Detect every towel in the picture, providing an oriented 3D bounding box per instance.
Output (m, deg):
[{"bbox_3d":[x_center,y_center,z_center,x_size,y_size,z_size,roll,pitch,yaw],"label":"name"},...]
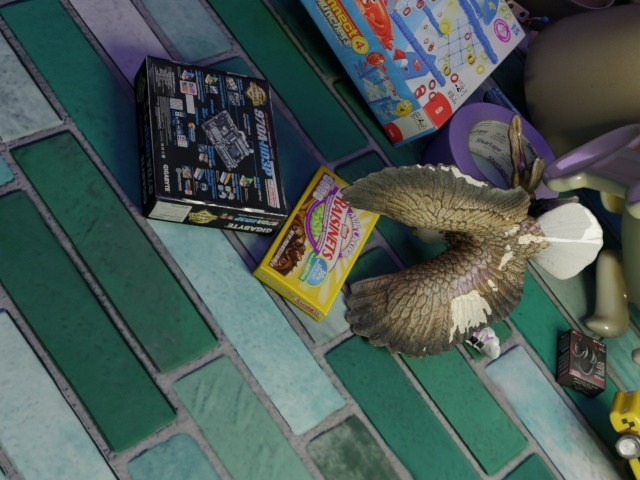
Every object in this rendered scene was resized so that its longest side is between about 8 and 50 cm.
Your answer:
[{"bbox_3d":[0.290,-0.177,1.760,0.029,0.067,0.119,-40,83,-1],"label":"towel"}]

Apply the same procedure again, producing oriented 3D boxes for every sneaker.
[{"bbox_3d":[0.184,0.122,1.511,0.069,0.038,0.098,-19,62,-37],"label":"sneaker"}]

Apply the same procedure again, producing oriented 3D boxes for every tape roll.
[{"bbox_3d":[0.244,-0.099,1.664,0.189,0.080,0.189,15,52,-21],"label":"tape roll"}]

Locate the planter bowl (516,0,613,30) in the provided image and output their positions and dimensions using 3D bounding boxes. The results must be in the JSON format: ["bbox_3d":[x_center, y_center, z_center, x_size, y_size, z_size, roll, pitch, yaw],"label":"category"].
[{"bbox_3d":[0.396,-0.418,1.948,0.162,0.109,0.162,16,53,-22],"label":"planter bowl"}]

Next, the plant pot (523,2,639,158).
[{"bbox_3d":[0.485,-0.247,1.699,0.256,0.274,0.257,6,77,-30],"label":"plant pot"}]

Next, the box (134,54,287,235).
[{"bbox_3d":[-0.141,-0.121,1.466,0.175,0.051,0.220,7,56,-27],"label":"box"}]

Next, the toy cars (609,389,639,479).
[{"bbox_3d":[0.451,0.366,1.427,0.176,0.087,0.394,36,40,-48],"label":"toy cars"}]

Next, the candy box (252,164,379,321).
[{"bbox_3d":[0.000,0.000,1.486,0.105,0.027,0.206,37,48,-9],"label":"candy box"}]

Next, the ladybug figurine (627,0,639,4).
[{"bbox_3d":[0.733,-0.395,2.073,0.449,0.162,0.305,31,36,-11],"label":"ladybug figurine"}]

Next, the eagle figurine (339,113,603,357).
[{"bbox_3d":[0.178,-0.001,1.468,0.298,0.225,0.226,-22,75,-42],"label":"eagle figurine"}]

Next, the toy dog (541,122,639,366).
[{"bbox_3d":[0.538,0.032,1.606,0.395,0.284,0.408,-31,112,-21],"label":"toy dog"}]

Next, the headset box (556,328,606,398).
[{"bbox_3d":[0.356,0.171,1.581,0.062,0.032,0.083,25,49,-15],"label":"headset box"}]

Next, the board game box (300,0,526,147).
[{"bbox_3d":[0.131,-0.344,1.690,0.302,0.086,0.308,55,48,-14],"label":"board game box"}]

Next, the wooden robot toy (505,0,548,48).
[{"bbox_3d":[0.300,-0.371,1.906,0.173,0.076,0.079,37,13,-4],"label":"wooden robot toy"}]
